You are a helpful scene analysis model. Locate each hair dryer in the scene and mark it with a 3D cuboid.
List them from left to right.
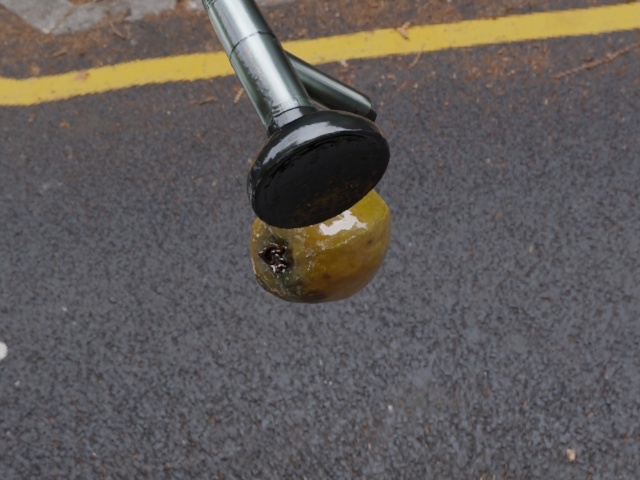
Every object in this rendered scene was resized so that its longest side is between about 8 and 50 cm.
[{"bbox_3d":[0.014,-0.168,0.889,0.284,0.155,0.320,8,47,-34],"label":"hair dryer"}]

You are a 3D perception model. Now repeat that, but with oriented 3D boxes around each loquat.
[{"bbox_3d":[0.000,0.000,1.016,0.176,0.187,0.234,44,35,8],"label":"loquat"}]
